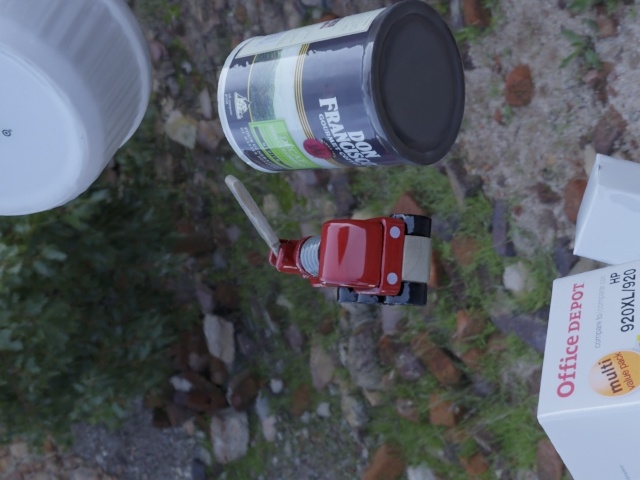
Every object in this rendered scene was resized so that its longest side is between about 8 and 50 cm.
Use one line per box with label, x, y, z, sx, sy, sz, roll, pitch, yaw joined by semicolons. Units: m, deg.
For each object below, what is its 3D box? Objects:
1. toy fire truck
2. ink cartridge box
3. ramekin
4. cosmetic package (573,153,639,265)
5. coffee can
toy fire truck;0.000;0.000;0.992;0.217;0.246;0.158;173;103;-65
ink cartridge box;0.315;0.114;0.579;0.233;0.171;0.168;-18;118;34
ramekin;-0.299;-0.140;0.677;0.273;0.273;0.127;115;165;-45
cosmetic package;0.672;-0.026;1.374;0.366;0.197;0.155;16;119;15
coffee can;0.026;-0.196;1.006;0.275;0.202;0.201;2;108;43
